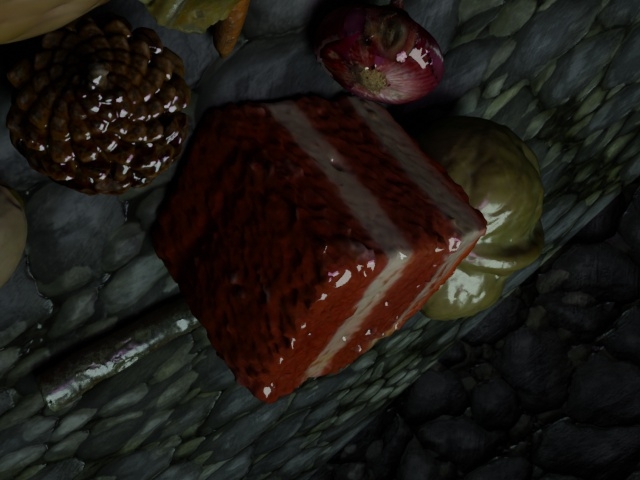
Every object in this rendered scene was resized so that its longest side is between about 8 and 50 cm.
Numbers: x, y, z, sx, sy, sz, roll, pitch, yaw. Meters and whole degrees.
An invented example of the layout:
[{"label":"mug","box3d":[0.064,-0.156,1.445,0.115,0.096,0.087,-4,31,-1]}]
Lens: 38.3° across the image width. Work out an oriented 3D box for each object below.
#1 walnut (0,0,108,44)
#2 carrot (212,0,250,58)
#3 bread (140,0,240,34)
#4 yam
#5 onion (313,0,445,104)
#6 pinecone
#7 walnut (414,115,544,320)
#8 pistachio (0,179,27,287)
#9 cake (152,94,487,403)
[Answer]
[{"label":"walnut","box3d":[-0.160,-0.263,0.339,0.381,0.381,0.381,-32,157,-15]},{"label":"carrot","box3d":[-0.082,-0.245,0.858,0.047,0.047,0.191,-26,159,-27]},{"label":"bread","box3d":[-0.067,-0.294,0.672,0.152,0.130,0.268,0,136,-50]},{"label":"yam","box3d":[-0.272,0.149,1.301,0.274,0.061,0.061,-29,156,-25]},{"label":"onion","box3d":[0.073,-0.235,1.032,0.150,0.150,0.140,56,49,-68]},{"label":"pinecone","box3d":[-0.191,-0.116,0.809,0.173,0.173,0.173,-32,157,-15]},{"label":"walnut","box3d":[0.198,-0.038,1.360,0.282,0.253,0.277,-43,-171,27]},{"label":"pistachio","box3d":[-0.344,0.004,0.873,0.149,0.113,0.113,-50,160,-11]},{"label":"cake","box3d":[0.000,0.000,1.148,0.319,0.269,0.270,-13,147,-44]}]
